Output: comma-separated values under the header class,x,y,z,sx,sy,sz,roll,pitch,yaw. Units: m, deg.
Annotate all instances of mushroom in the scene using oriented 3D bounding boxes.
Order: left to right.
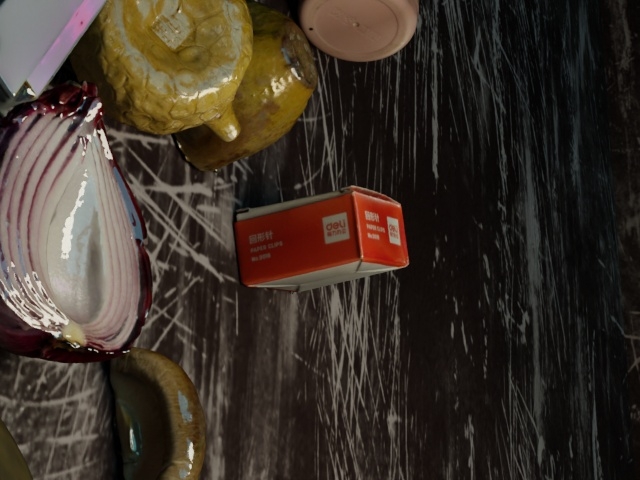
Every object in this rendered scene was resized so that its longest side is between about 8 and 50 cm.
class,x,y,z,sx,sy,sz,roll,pitch,yaw
mushroom,-0.164,0.208,1.488,0.072,0.094,0.210,15,61,-57

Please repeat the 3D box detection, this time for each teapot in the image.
class,x,y,z,sx,sy,sz,roll,pitch,yaw
teapot,-0.195,-0.221,1.563,0.311,0.167,0.203,43,63,-17

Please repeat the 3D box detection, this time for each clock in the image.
class,x,y,z,sx,sy,sz,roll,pitch,yaw
clock,-0.307,-0.186,1.280,0.083,0.186,0.253,62,30,-31

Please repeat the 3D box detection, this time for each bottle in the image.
class,x,y,z,sx,sy,sz,roll,pitch,yaw
bottle,0.061,-0.411,2.128,0.206,0.173,0.297,94,1,-55

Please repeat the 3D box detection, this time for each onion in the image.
class,x,y,z,sx,sy,sz,roll,pitch,yaw
onion,-0.261,-0.021,1.364,0.227,0.120,0.284,37,50,-49

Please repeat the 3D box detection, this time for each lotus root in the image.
class,x,y,z,sx,sy,sz,roll,pitch,yaw
lotus root,-0.086,-0.202,1.726,0.188,0.180,0.199,56,34,-28

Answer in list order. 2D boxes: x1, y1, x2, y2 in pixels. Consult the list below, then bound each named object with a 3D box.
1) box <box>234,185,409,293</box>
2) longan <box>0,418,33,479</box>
class,x,y,z,sx,sy,sz,roll,pitch,yaw
box,0.000,0.000,1.795,0.133,0.182,0.099,12,68,-57
longan,-0.331,0.207,0.941,0.319,0.318,0.319,36,48,-52
